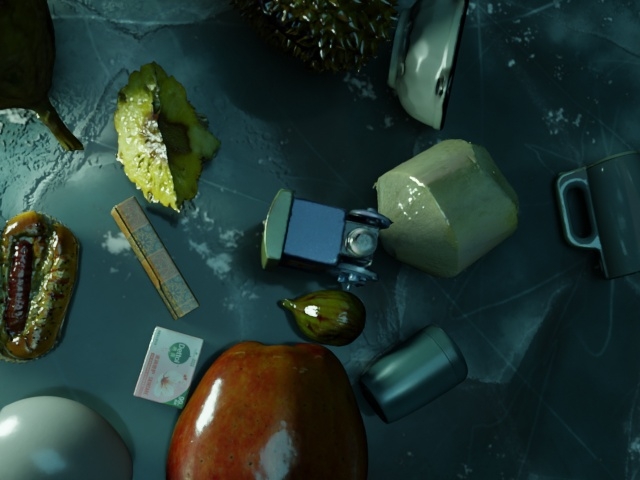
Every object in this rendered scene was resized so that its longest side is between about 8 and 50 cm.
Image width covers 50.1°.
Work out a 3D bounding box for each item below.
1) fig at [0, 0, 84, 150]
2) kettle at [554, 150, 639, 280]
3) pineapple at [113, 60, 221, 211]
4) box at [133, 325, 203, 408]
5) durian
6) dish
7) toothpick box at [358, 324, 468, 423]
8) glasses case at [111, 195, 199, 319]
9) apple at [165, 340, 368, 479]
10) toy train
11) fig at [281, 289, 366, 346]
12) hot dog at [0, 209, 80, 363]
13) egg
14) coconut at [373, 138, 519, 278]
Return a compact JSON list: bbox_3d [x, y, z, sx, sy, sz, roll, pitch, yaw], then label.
[{"bbox_3d":[-0.508,-0.293,1.113,0.286,0.286,0.368,-52,129,-14],"label":"fig"},{"bbox_3d":[0.599,-0.045,1.397,0.211,0.160,0.243,-18,79,13],"label":"kettle"},{"bbox_3d":[-0.274,-0.184,1.216,0.164,0.140,0.249,-31,111,-56],"label":"pineapple"},{"bbox_3d":[-0.262,0.219,1.183,0.089,0.043,0.125,17,79,-12],"label":"box"},{"bbox_3d":[-0.019,-0.481,1.179,0.348,0.347,0.384,-12,124,-15],"label":"durian"},{"bbox_3d":[0.197,-0.349,1.271,0.120,0.303,0.303,11,80,10],"label":"dish"},{"bbox_3d":[0.165,0.248,1.249,0.184,0.120,0.120,-32,91,-12],"label":"toothpick box"},{"bbox_3d":[-0.286,0.033,1.185,0.049,0.075,0.218,-31,91,-13],"label":"glasses case"},{"bbox_3d":[-0.080,0.356,1.172,0.329,0.295,0.364,18,73,-54],"label":"apple"},{"bbox_3d":[0.000,0.000,1.151,0.202,0.299,0.131,13,82,-4],"label":"toy train"},{"bbox_3d":[0.004,0.132,1.232,0.155,0.103,0.109,23,121,-1],"label":"fig"},{"bbox_3d":[-0.477,0.077,1.135,0.131,0.069,0.252,8,82,-14],"label":"hot dog"},{"bbox_3d":[-0.405,0.342,1.064,0.232,0.176,0.176,35,76,-16],"label":"egg"},{"bbox_3d":[0.213,-0.049,1.242,0.244,0.239,0.239,-30,91,-21],"label":"coconut"}]
